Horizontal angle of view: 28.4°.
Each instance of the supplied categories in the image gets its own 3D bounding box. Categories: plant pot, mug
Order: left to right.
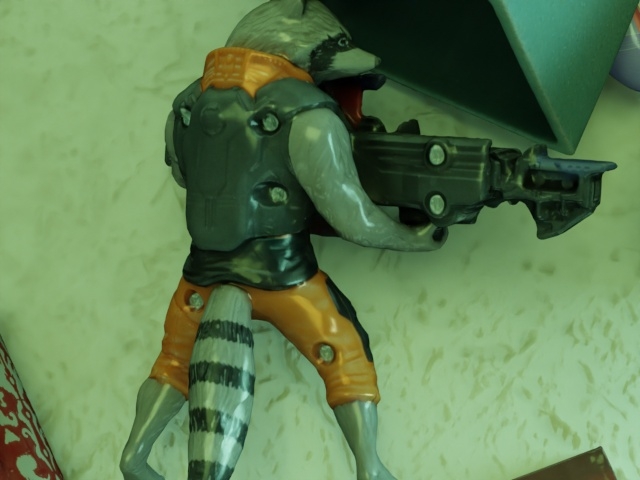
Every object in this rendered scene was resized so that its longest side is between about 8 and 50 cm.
[{"bbox_3d":[-0.248,0.122,0.827,0.113,0.150,0.169,-33,75,6],"label":"mug"},{"bbox_3d":[0.102,-0.250,0.836,0.247,0.248,0.252,28,84,28],"label":"plant pot"}]

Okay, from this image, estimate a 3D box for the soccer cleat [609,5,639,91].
[{"bbox_3d":[0.172,-0.200,0.960,0.095,0.083,0.248,-31,69,8],"label":"soccer cleat"}]

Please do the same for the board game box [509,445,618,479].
[{"bbox_3d":[0.081,0.247,0.810,0.281,0.027,0.145,-19,67,-7],"label":"board game box"}]

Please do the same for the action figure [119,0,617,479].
[{"bbox_3d":[0.000,0.000,0.801,0.341,0.178,0.330,-3,85,32],"label":"action figure"}]
